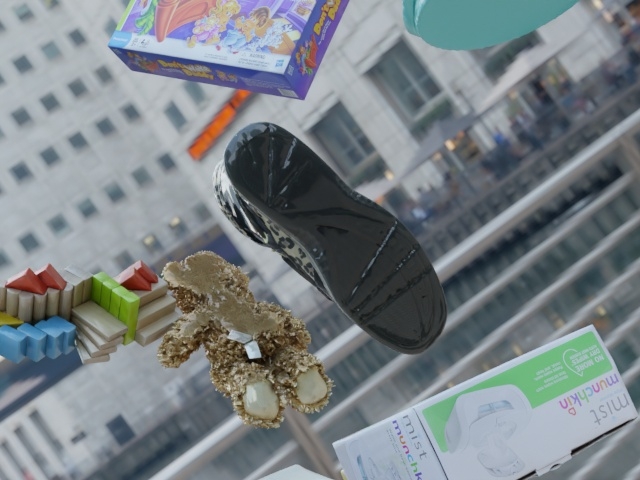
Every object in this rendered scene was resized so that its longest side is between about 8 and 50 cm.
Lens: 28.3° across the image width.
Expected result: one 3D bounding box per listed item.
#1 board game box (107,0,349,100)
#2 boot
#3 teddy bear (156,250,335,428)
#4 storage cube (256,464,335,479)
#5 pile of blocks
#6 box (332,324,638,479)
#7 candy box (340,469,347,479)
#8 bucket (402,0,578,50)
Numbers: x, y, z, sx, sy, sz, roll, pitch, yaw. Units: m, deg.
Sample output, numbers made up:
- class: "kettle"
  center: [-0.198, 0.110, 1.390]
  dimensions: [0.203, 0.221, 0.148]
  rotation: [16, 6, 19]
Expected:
- class: "board game box"
  center: [-0.137, -0.360, 1.989]
  dimensions: [0.078, 0.347, 0.233]
  rotation: [47, -118, -53]
- class: "boot"
  center: [0.001, -0.002, 1.100]
  dimensions: [0.085, 0.236, 0.178]
  rotation: [-46, 8, -9]
- class: "teddy bear"
  center: [-0.125, 0.163, 1.959]
  dimensions: [0.245, 0.338, 0.113]
  rotation: [-36, -30, -38]
- class: "storage cube"
  center: [-0.032, 0.358, 1.260]
  dimensions: [0.215, 0.193, 0.184]
  rotation: [-15, 13, -34]
- class: "pile of blocks"
  center: [-0.373, 0.096, 1.857]
  dimensions: [0.362, 0.149, 0.112]
  rotation: [-7, -52, -27]
- class: "box"
  center: [0.186, 0.223, 1.464]
  dimensions: [0.262, 0.126, 0.231]
  rotation: [-20, -10, -27]
- class: "candy box"
  center: [0.113, 0.356, 1.606]
  dimensions: [0.109, 0.186, 0.053]
  rotation: [-14, -18, -29]
- class: "bucket"
  center: [0.192, -0.364, 1.500]
  dimensions: [0.281, 0.183, 0.281]
  rotation: [-17, -20, -7]
